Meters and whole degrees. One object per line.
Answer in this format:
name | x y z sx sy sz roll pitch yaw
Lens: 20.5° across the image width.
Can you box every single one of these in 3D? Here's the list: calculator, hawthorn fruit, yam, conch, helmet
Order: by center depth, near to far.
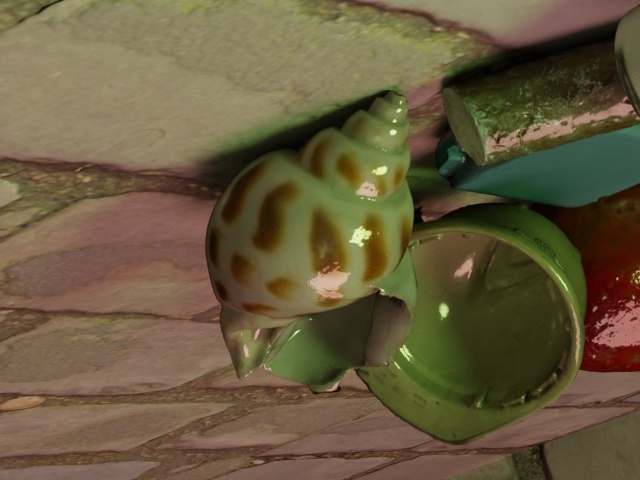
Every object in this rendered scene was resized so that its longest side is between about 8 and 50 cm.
yam | 0.187 -0.110 1.360 0.179 0.078 0.078 -15 165 2
conch | 0.000 -0.001 1.427 0.182 0.149 0.275 12 145 -25
calculator | 0.224 -0.083 1.534 0.173 0.051 0.293 -26 162 32
helmet | 0.152 0.051 1.607 0.257 0.204 0.137 -45 -178 43
hawthorn fruit | 0.274 0.029 1.722 0.249 0.215 0.215 2 161 -13

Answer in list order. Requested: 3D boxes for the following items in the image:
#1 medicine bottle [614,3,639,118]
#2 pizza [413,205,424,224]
medicine bottle | 0.331 -0.160 1.190 0.143 0.143 0.258 0 158 -41
pizza | 0.014 0.001 1.625 0.197 0.058 0.292 -5 162 -35
